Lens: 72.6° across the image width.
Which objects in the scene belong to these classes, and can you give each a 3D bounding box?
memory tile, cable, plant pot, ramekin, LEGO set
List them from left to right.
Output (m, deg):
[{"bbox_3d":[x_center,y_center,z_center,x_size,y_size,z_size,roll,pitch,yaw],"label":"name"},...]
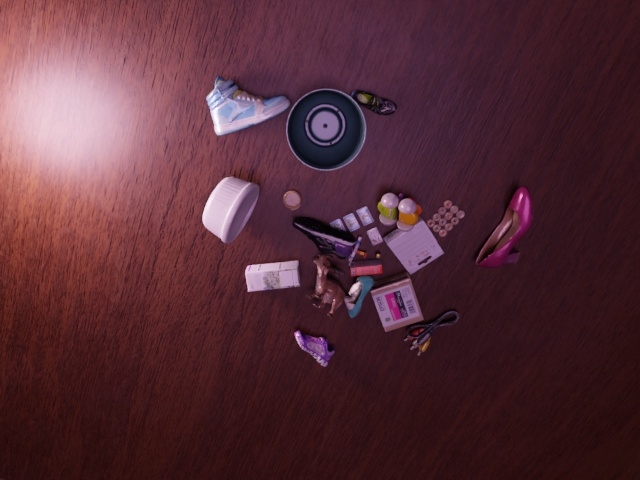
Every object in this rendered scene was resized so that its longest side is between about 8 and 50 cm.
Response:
[{"bbox_3d":[-0.365,-0.131,1.759,0.127,0.273,0.273,27,108,2],"label":"ramekin"},{"bbox_3d":[0.021,-0.434,1.679,0.293,0.196,0.293,0,111,0],"label":"plant pot"},{"bbox_3d":[0.172,-0.004,1.918,0.182,0.060,0.244,-24,110,12],"label":"LEGO set"},{"bbox_3d":[0.526,0.415,2.095,0.287,0.072,0.139,-44,88,1],"label":"cable"},{"bbox_3d":[0.549,-0.095,1.912,0.113,0.012,0.148,37,105,-13],"label":"memory tile"}]

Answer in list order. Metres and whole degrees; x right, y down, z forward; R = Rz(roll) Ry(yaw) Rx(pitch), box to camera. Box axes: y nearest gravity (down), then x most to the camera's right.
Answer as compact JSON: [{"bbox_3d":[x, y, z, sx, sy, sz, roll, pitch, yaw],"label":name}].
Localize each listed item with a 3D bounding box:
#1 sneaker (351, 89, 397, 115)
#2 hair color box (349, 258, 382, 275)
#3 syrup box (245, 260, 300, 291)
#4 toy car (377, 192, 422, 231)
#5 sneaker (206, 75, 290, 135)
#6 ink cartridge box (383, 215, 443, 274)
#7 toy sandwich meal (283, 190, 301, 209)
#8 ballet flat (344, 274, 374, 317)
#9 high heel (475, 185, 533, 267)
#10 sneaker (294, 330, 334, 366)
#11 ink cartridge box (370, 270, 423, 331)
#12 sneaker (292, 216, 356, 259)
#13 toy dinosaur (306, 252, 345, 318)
[{"bbox_3d":[0.209,-0.537,1.706,0.188,0.078,0.067,18,109,-8],"label":"sneaker"},{"bbox_3d":[0.203,0.121,1.955,0.141,0.072,0.043,-5,111,2],"label":"hair color box"},{"bbox_3d":[-0.210,0.159,1.949,0.236,0.096,0.093,-6,109,2],"label":"syrup box"},{"bbox_3d":[0.336,-0.138,1.829,0.182,0.136,0.159,20,145,20],"label":"toy car"},{"bbox_3d":[-0.290,-0.547,1.670,0.318,0.127,0.208,-18,111,5],"label":"sneaker"},{"bbox_3d":[0.418,0.022,1.945,0.189,0.066,0.232,-34,128,11],"label":"ink cartridge box"},{"bbox_3d":[-0.119,-0.174,1.864,0.085,0.029,0.086,1,107,2],"label":"toy sandwich meal"},{"bbox_3d":[0.156,0.252,1.978,0.087,0.083,0.247,6,125,-27],"label":"ballet flat"},{"bbox_3d":[0.786,-0.047,1.867,0.181,0.127,0.377,-5,114,-10],"label":"high heel"},{"bbox_3d":[-0.023,0.497,2.087,0.104,0.095,0.236,-44,110,7],"label":"sneaker"},{"bbox_3d":[0.348,0.283,2.010,0.193,0.088,0.235,-20,110,5],"label":"ink cartridge box"},{"bbox_3d":[0.000,0.000,1.881,0.283,0.107,0.124,23,119,4],"label":"sneaker"},{"bbox_3d":[0.051,0.219,1.972,0.200,0.127,0.296,-46,127,-21],"label":"toy dinosaur"}]
